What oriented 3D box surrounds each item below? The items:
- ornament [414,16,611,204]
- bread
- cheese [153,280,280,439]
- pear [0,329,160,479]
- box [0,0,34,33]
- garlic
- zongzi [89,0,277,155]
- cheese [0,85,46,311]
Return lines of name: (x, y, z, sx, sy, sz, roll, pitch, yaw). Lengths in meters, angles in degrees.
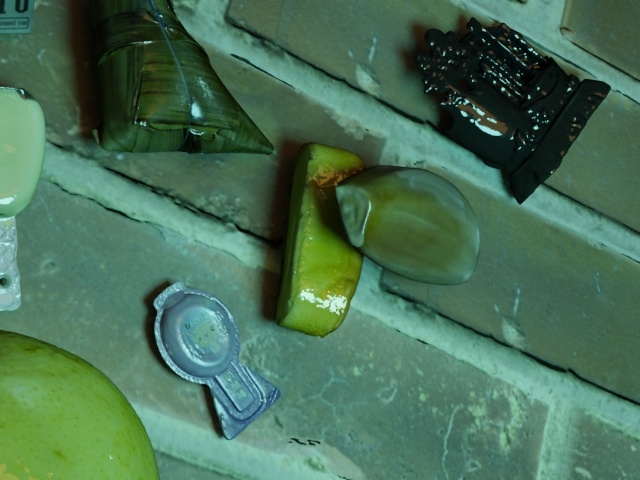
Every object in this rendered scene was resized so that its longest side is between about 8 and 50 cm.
ornament: (0.252, -0.213, 1.908, 0.260, 0.106, 0.251, 43, 53, -4)
bread: (0.000, 0.000, 1.699, 0.094, 0.102, 0.245, 14, 69, -20)
cheese: (-0.129, 0.135, 1.620, 0.105, 0.042, 0.191, -41, 101, -30)
pear: (-0.320, 0.260, 1.306, 0.348, 0.348, 0.348, 8, 73, -28)
box: (-0.410, -0.286, 1.535, 0.177, 0.036, 0.115, -7, 122, -31)
garlic: (0.118, -0.025, 1.711, 0.318, 0.112, 0.143, 15, 72, -50)
zongzi: (-0.161, -0.211, 1.657, 0.242, 0.112, 0.221, 0, 76, -38)
cheese: (-0.365, -0.047, 1.525, 0.127, 0.050, 0.255, 1, 77, -30)
